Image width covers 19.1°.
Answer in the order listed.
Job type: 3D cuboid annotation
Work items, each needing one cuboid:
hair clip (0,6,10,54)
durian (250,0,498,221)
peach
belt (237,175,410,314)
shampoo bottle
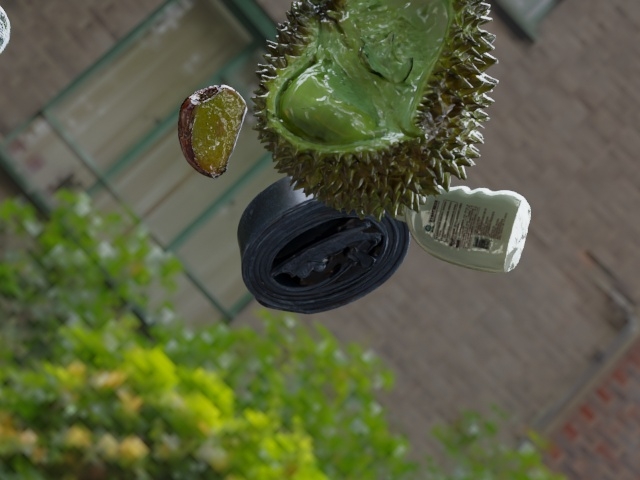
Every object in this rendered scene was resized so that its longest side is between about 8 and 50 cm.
[{"bbox_3d":[-0.396,-0.190,2.026,0.036,0.229,0.066,-2,-56,35],"label":"hair clip"},{"bbox_3d":[0.045,-0.130,1.568,0.200,0.237,0.176,12,-20,7],"label":"durian"},{"bbox_3d":[-0.106,-0.105,1.813,0.050,0.077,0.083,13,-52,45],"label":"peach"},{"bbox_3d":[0.000,0.000,1.990,0.141,0.190,0.082,57,14,-34],"label":"belt"},{"bbox_3d":[0.113,-0.018,1.746,0.152,0.077,0.045,12,-4,24],"label":"shampoo bottle"}]
